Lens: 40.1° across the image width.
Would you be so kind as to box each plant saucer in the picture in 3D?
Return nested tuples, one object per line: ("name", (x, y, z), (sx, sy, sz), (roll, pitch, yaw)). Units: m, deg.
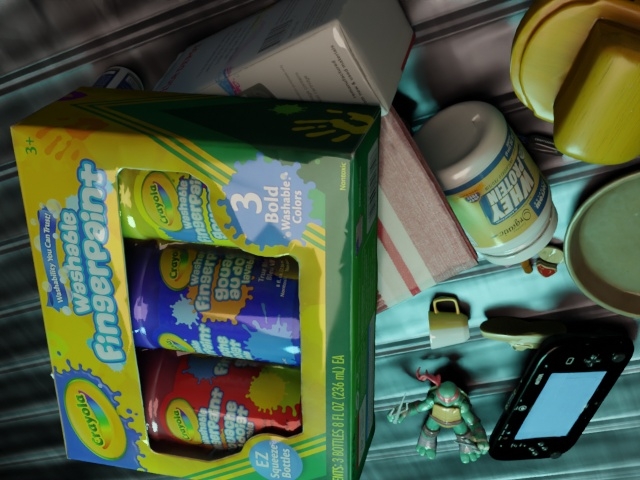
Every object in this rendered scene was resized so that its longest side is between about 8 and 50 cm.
("plant saucer", (0.488, 0.002, 1.245), (0.278, 0.041, 0.277), (8, 131, 9))

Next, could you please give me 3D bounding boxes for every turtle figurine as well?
("turtle figurine", (0.217, 0.310, 1.517), (0.175, 0.118, 0.234), (19, 151, 23))

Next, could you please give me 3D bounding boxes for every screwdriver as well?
("screwdriver", (0.253, -0.148, 1.201), (0.170, 0.024, 0.025), (20, 101, 6))

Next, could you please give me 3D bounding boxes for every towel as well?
("towel", (0.000, 0.000, 1.102), (0.329, 0.037, 0.237), (-27, 102, 16))

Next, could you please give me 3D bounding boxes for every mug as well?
("mug", (0.207, 0.138, 1.418), (0.064, 0.062, 0.078), (-5, 134, 9))

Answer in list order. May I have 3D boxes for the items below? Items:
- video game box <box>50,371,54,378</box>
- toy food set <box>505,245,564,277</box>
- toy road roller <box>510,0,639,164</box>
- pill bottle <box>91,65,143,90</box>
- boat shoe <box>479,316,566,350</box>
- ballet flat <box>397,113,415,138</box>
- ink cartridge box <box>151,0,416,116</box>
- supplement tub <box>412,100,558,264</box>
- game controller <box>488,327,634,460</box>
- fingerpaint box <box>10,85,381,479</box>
("video game box", (-0.372, 0.224, 1.542), (0.048, 0.205, 0.187), (-4, 127, 19))
("toy food set", (0.313, 0.021, 1.322), (0.122, 0.019, 0.078), (24, 131, -16))
("toy road roller", (0.377, -0.181, 0.991), (0.330, 0.240, 0.202), (18, 131, -1))
("pill bottle", (-0.301, -0.190, 1.238), (0.067, 0.120, 0.067), (7, 129, 9))
("boat shoe", (0.323, 0.155, 1.406), (0.135, 0.050, 0.045), (4, 124, 12))
("ballet flat", (-0.009, 0.047, 1.224), (0.164, 0.182, 0.482), (31, 112, 14))
("ink cartridge box", (-0.054, -0.204, 1.095), (0.306, 0.226, 0.131), (-20, 119, 29))
("supplement tub", (0.220, -0.073, 1.174), (0.144, 0.144, 0.199), (-23, 130, 29))
("game controller", (0.388, 0.262, 1.443), (0.166, 0.067, 0.319), (-6, 134, -22))
("fingerpaint box", (-0.126, 0.065, 1.023), (0.371, 0.163, 0.444), (7, 117, 13))
